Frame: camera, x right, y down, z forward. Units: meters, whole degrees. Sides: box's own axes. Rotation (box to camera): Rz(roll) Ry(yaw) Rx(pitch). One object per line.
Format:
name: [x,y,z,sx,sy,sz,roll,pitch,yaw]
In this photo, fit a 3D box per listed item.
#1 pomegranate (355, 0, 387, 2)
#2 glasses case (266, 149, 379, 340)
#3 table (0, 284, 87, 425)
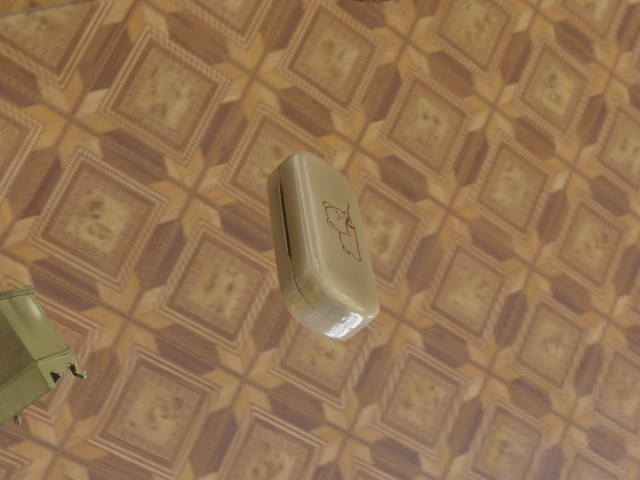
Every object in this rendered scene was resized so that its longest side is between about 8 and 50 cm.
pomegranate: [0.010,-0.240,0.665,0.220,0.156,0.156,-1,90,-13]
glasses case: [0.000,0.000,0.855,0.083,0.050,0.196,31,30,-33]
table: [-0.234,0.091,0.739,0.079,0.062,0.083,-36,85,12]
